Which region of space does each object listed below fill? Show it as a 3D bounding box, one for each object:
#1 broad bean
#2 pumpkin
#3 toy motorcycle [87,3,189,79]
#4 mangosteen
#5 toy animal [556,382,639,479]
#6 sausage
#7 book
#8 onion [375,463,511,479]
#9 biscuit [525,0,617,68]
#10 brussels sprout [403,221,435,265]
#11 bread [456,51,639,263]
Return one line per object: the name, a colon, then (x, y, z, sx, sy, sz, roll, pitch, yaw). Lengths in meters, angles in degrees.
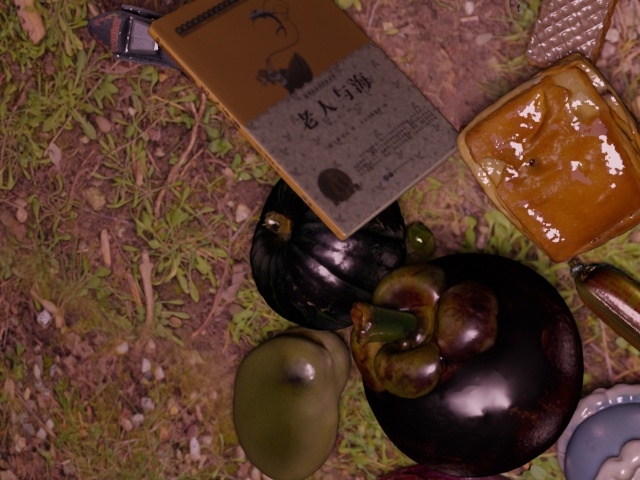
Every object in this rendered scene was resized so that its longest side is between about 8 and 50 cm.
broad bean: (-0.055, 0.251, 1.373, 0.189, 0.121, 0.263, 25, 108, 23)
pumpkin: (0.000, 0.000, 1.272, 0.250, 0.216, 0.250, -23, 55, 38)
toy motorcycle: (-0.183, -0.286, 1.336, 0.307, 0.173, 0.108, 17, 104, 20)
mangosteen: (0.193, 0.145, 1.149, 0.297, 0.297, 0.313, 26, 149, 19)
toy animal: (0.390, 0.298, 1.130, 0.156, 0.204, 0.208, 5, 117, -1)
sausage: (0.467, 0.147, 1.155, 0.371, 0.082, 0.082, 42, 111, 15)
book: (-0.012, -0.207, 1.228, 0.389, 0.269, 0.032, 47, 147, 7)
onion: (0.174, 0.431, 1.294, 0.283, 0.120, 0.227, 20, 99, 21)
biscuit: (0.363, -0.397, 1.143, 0.094, 0.054, 0.378, 22, 105, 20)
brussels sprout: (0.137, 0.016, 1.304, 0.051, 0.046, 0.083, 28, 117, 14)
bread: (0.310, -0.096, 1.156, 0.210, 0.099, 0.235, -35, 93, 31)
